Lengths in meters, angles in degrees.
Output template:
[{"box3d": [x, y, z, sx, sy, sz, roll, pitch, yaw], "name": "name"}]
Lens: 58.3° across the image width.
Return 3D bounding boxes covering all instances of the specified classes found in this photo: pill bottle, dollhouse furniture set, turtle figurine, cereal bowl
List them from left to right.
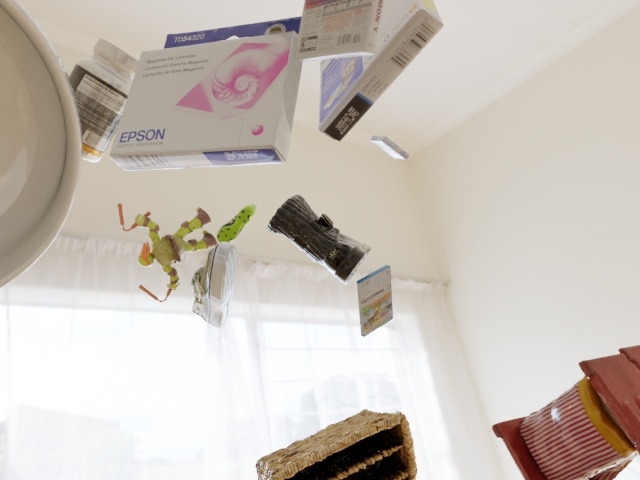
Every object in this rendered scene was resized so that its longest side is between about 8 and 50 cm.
[{"box3d": [-0.392, -0.107, 0.516, 0.339, 0.141, 0.339, -8, -63, -17], "name": "cereal bowl"}, {"box3d": [-0.561, -0.350, 1.435, 0.278, 0.162, 0.162, -59, -33, 2], "name": "pill bottle"}, {"box3d": [-0.367, 0.002, 1.406, 0.217, 0.269, 0.087, -33, 24, -33], "name": "turtle figurine"}, {"box3d": [0.396, 0.324, 0.650, 0.152, 0.374, 0.201, -6, -38, -29], "name": "dollhouse furniture set"}]

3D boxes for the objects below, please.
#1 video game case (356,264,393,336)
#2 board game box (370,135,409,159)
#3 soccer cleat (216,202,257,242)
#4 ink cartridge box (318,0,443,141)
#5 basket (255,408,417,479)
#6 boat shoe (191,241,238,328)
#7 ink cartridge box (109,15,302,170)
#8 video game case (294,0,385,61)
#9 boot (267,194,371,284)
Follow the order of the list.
[{"box3d": [0.146, 0.160, 1.523, 0.119, 0.166, 0.015, -25, 30, -36], "name": "video game case"}, {"box3d": [0.192, -0.256, 1.583, 0.090, 0.020, 0.090, 33, 1, -20], "name": "board game box"}, {"box3d": [-0.267, -0.052, 1.853, 0.179, 0.060, 0.072, -41, 4, 27], "name": "soccer cleat"}, {"box3d": [0.106, -0.397, 1.180, 0.072, 0.307, 0.303, 29, -54, -21], "name": "ink cartridge box"}, {"box3d": [0.046, 0.488, 1.137, 0.299, 0.213, 0.223, -19, -8, -19], "name": "basket"}, {"box3d": [-0.256, 0.109, 1.336, 0.094, 0.109, 0.302, 18, -42, 1], "name": "boat shoe"}, {"box3d": [-0.198, -0.288, 1.052, 0.324, 0.330, 0.071, -1, -23, 19], "name": "ink cartridge box"}, {"box3d": [0.033, -0.368, 0.865, 0.023, 0.183, 0.201, 6, 9, -33], "name": "video game case"}, {"box3d": [0.002, -0.004, 1.589, 0.131, 0.260, 0.348, -55, -7, -2], "name": "boot"}]
